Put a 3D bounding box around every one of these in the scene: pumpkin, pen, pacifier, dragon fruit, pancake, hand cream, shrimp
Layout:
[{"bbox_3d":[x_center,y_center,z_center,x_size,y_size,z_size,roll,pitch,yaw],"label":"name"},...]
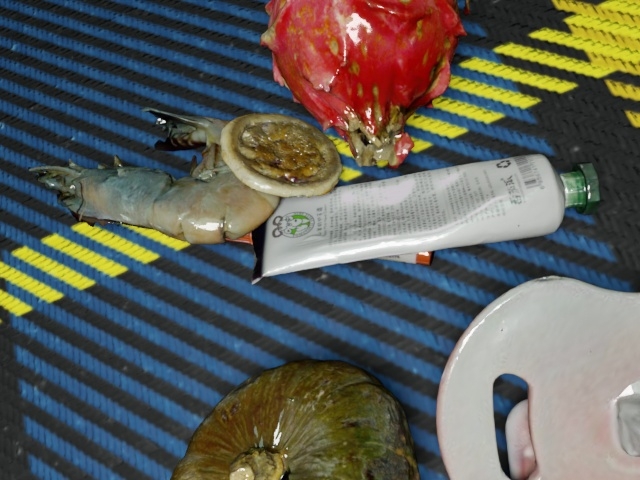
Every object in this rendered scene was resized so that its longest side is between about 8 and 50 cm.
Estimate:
[{"bbox_3d":[-0.030,0.201,0.432,0.219,0.162,0.219,-18,47,21],"label":"pumpkin"},{"bbox_3d":[0.000,0.000,0.582,0.239,0.028,0.028,6,74,14],"label":"pen"},{"bbox_3d":[0.252,0.138,0.387,0.332,0.273,0.220,-6,55,10],"label":"pacifier"},{"bbox_3d":[0.042,-0.204,0.554,0.205,0.210,0.268,-9,76,27],"label":"dragon fruit"},{"bbox_3d":[-0.041,-0.093,0.583,0.140,0.022,0.139,13,43,-12],"label":"pancake"},{"bbox_3d":[0.091,-0.027,0.541,0.336,0.076,0.121,-8,42,9],"label":"hand cream"},{"bbox_3d":[-0.176,-0.086,0.615,0.289,0.075,0.178,7,53,23],"label":"shrimp"}]
